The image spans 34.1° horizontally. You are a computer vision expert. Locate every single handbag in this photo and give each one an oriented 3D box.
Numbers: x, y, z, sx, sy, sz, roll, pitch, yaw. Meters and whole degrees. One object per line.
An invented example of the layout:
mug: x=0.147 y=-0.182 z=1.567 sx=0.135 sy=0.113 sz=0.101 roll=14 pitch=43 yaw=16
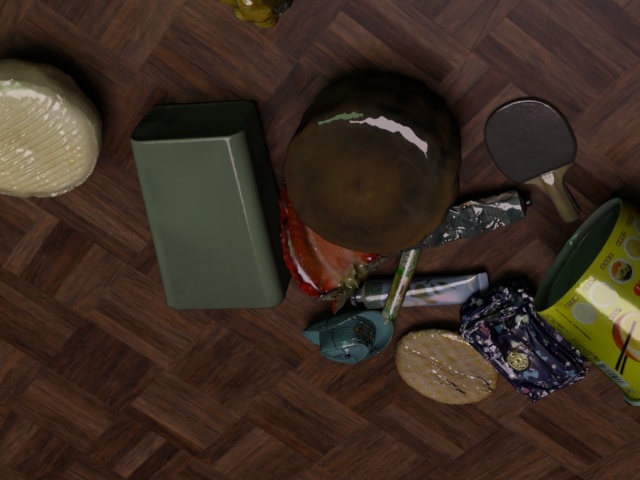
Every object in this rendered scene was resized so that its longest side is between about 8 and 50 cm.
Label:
handbag: x=0.377 y=0.182 z=1.910 sx=0.162 sy=0.113 sz=0.260 roll=-34 pitch=111 yaw=27

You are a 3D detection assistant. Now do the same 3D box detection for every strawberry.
strawberry: x=-0.014 y=0.007 z=1.854 sx=0.228 sy=0.174 sz=0.098 roll=42 pitch=166 yaw=-9

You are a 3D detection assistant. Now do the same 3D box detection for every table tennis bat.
table tennis bat: x=0.365 y=-0.128 z=1.727 sx=0.138 sy=0.022 sz=0.247 roll=-22 pitch=118 yaw=28

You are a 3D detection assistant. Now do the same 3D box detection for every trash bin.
trash bin: x=-0.188 y=-0.063 z=1.834 sx=0.222 sy=0.158 sz=0.344 roll=-2 pitch=122 yaw=13

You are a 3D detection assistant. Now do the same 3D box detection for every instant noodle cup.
instant noodle cup: x=0.508 y=0.083 z=1.702 sx=0.221 sy=0.311 sz=0.311 roll=35 pitch=128 yaw=-3

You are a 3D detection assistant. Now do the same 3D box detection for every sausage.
sausage: x=0.158 y=0.035 z=1.862 sx=0.032 sy=0.033 sz=0.269 roll=17 pitch=114 yaw=0

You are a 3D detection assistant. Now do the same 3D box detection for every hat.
hat: x=0.049 y=0.196 z=2.005 sx=0.138 sy=0.078 sz=0.190 roll=34 pitch=138 yaw=-32

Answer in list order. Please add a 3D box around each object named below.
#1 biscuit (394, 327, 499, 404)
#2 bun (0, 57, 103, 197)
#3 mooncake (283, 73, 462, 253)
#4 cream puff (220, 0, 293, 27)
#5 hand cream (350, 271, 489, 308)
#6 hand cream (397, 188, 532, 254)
biscuit: x=0.245 y=0.247 z=2.032 sx=0.219 sy=0.033 sz=0.220 roll=12 pitch=136 yaw=12
bun: x=-0.509 y=-0.203 z=1.809 sx=0.287 sy=0.146 sz=0.287 roll=1 pitch=139 yaw=1
mooncake: x=0.090 y=-0.132 z=1.703 sx=0.290 sy=0.161 sz=0.291 roll=8 pitch=128 yaw=10
cream puff: x=-0.109 y=-0.392 z=1.573 sx=0.116 sy=0.146 sz=0.146 roll=7 pitch=131 yaw=31
hand cream: x=0.183 y=0.091 z=1.932 sx=0.255 sy=0.055 sz=0.088 roll=-4 pitch=135 yaw=10
hand cream: x=0.242 y=-0.025 z=1.780 sx=0.247 sy=0.052 sz=0.075 roll=-21 pitch=138 yaw=7
